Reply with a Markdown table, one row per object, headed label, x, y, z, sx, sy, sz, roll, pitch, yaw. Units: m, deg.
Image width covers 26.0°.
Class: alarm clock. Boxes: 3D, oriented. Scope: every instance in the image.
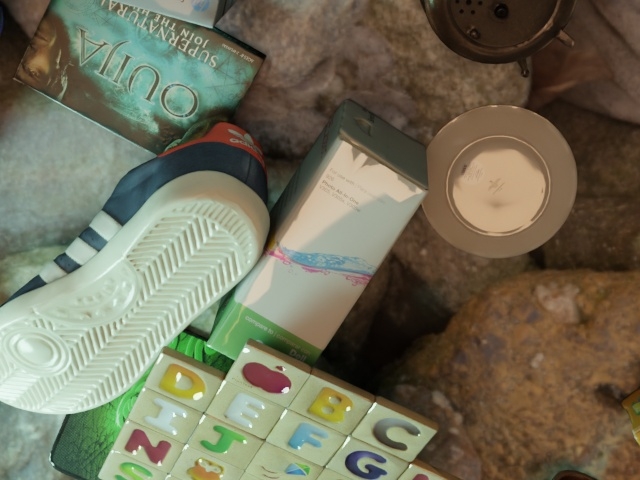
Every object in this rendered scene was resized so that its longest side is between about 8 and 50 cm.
| label | x | y | z | sx | sy | sz | roll | pitch | yaw |
| --- | --- | --- | --- | --- | --- | --- | --- | --- | --- |
| alarm clock | 0.130 | -0.220 | 1.137 | 0.192 | 0.064 | 0.129 | 31 | 113 | -16 |

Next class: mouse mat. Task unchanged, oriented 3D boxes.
| label | x | y | z | sx | sy | sz | roll | pitch | yaw |
| --- | --- | --- | --- | --- | --- | --- | --- | --- | --- |
| mouse mat | -0.160 | 0.166 | 1.317 | 0.152 | 0.007 | 0.190 | 23 | 106 | -4 |

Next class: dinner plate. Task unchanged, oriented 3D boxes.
| label | x | y | z | sx | sy | sz | roll | pitch | yaw |
| --- | --- | --- | --- | --- | --- | --- | --- | --- | --- |
| dinner plate | 0.157 | -0.050 | 1.228 | 0.141 | 0.017 | 0.141 | 1 | 106 | 4 |

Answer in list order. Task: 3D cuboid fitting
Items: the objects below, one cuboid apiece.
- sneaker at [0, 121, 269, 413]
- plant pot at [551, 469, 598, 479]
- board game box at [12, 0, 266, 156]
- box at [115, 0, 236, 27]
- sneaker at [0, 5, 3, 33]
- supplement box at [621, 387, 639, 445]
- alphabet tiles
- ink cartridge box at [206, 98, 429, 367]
| label | x | y | z | sx | sy | sz | roll | pitch | yaw |
| --- | --- | --- | --- | --- | --- | --- | --- | --- | --- |
| sneaker | -0.168 | 0.024 | 1.206 | 0.350 | 0.148 | 0.131 | -33 | 119 | 29 |
| plant pot | 0.219 | 0.326 | 1.272 | 0.167 | 0.167 | 0.165 | 38 | 114 | -8 |
| board game box | -0.158 | -0.151 | 1.210 | 0.186 | 0.026 | 0.126 | 28 | 106 | -5 |
| box | -0.138 | -0.219 | 1.104 | 0.145 | 0.186 | 0.038 | 15 | 109 | -2 |
| sneaker | -0.333 | -0.264 | 1.021 | 0.322 | 0.130 | 0.236 | 26 | 138 | -33 |
| supplement box | 0.375 | 0.226 | 1.266 | 0.080 | 0.078 | 0.233 | -40 | 101 | 13 |
| alphabet tiles | -0.041 | 0.213 | 1.230 | 0.285 | 0.011 | 0.342 | 25 | 138 | -5 |
| ink cartridge box | 0.000 | 0.000 | 1.179 | 0.093 | 0.154 | 0.212 | 29 | 106 | -7 |
